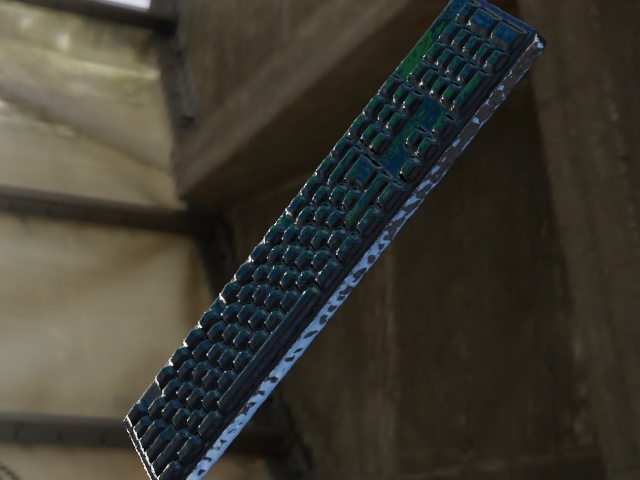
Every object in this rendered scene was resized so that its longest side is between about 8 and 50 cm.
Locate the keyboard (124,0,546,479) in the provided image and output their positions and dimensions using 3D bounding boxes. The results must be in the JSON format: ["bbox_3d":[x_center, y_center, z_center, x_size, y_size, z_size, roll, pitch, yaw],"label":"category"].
[{"bbox_3d":[0.000,0.000,0.811,0.310,0.018,0.101,-52,-151,6],"label":"keyboard"}]
